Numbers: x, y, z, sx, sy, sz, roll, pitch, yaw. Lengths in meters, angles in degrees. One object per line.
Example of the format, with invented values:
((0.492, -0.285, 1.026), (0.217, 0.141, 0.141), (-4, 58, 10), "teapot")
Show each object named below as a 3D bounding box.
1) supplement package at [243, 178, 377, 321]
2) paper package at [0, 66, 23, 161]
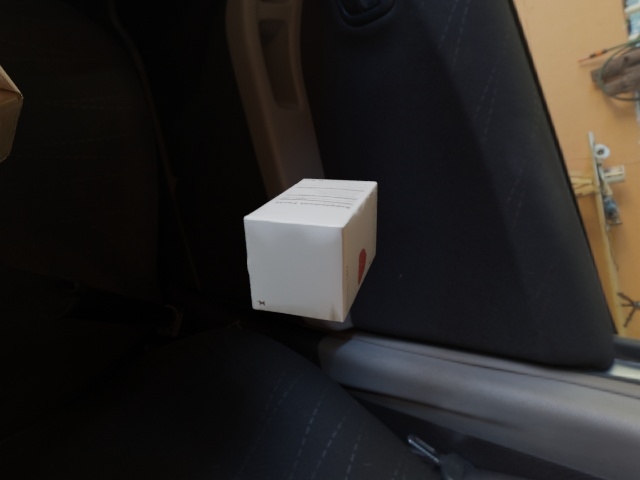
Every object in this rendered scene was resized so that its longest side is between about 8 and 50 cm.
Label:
((0.000, 0.000, 0.801), (0.293, 0.175, 0.178), (-50, 142, -62), "supplement package")
((-0.589, -0.240, 0.548), (0.168, 0.324, 0.310), (-44, 114, -32), "paper package")
